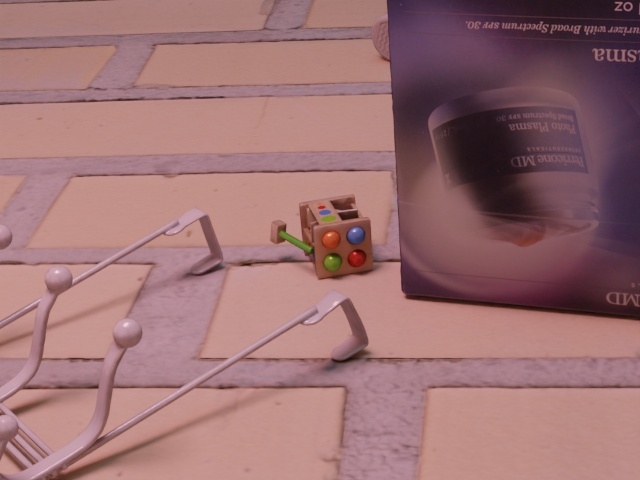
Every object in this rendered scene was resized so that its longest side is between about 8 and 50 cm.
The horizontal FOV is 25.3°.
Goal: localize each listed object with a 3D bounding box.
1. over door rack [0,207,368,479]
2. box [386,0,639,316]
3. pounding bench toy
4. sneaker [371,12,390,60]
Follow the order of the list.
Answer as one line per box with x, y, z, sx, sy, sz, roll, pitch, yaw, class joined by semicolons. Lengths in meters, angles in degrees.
-0.164;0.055;1.142;0.324;0.108;0.239;-20;31;-30;over door rack
0.222;-0.104;1.195;0.296;0.294;0.183;4;29;18;box
0.000;0.000;1.292;0.083;0.052;0.065;-9;27;-10;pounding bench toy
0.207;-0.277;1.779;0.256;0.094;0.151;11;36;34;sneaker
